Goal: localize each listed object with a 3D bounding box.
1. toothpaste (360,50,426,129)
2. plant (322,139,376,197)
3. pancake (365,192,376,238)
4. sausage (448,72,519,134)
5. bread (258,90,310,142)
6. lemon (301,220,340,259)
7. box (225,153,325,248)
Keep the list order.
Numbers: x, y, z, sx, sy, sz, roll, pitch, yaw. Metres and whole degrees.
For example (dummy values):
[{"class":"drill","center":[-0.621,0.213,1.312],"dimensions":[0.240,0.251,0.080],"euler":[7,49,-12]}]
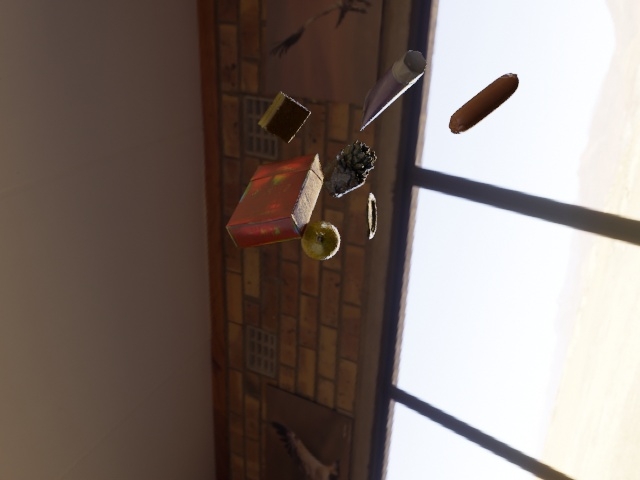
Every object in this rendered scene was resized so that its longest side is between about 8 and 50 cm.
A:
[{"class":"toothpaste","center":[0.197,-0.459,1.779],"dimensions":[0.371,0.080,0.125],"euler":[152,127,-66]},{"class":"plant","center":[0.093,-0.236,1.951],"dimensions":[0.129,0.194,0.132],"euler":[45,-150,-11]},{"class":"pancake","center":[0.120,-0.059,1.401],"dimensions":[0.115,0.011,0.115],"euler":[-1,-90,-75]},{"class":"sausage","center":[0.543,-0.455,1.933],"dimensions":[0.289,0.086,0.086],"euler":[-37,-36,-8]},{"class":"bread","center":[-0.083,-0.286,1.364],"dimensions":[0.090,0.035,0.094],"euler":[26,-73,-44]},{"class":"lemon","center":[0.000,0.000,1.606],"dimensions":[0.133,0.109,0.109],"euler":[41,-116,-82]},{"class":"box","center":[-0.118,-0.118,1.647],"dimensions":[0.313,0.197,0.089],"euler":[-72,-35,-49]}]
